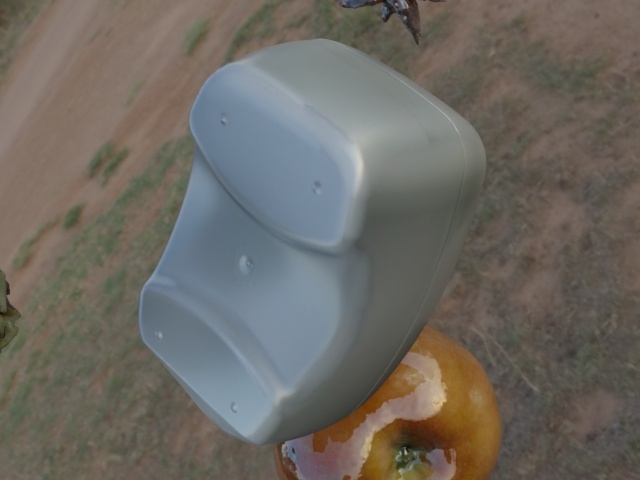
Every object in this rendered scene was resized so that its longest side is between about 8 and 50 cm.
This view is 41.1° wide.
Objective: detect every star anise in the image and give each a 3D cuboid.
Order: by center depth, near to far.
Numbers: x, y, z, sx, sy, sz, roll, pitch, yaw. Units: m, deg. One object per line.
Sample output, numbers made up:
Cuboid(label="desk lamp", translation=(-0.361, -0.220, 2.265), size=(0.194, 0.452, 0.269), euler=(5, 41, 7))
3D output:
Cuboid(label="star anise", translation=(0.096, -0.315, 1.013), size=(0.129, 0.124, 0.056), euler=(-63, 3, 27))

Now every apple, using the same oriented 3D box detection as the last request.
Cuboid(label="apple", translation=(0.074, 0.210, 0.936), size=(0.253, 0.253, 0.253), euler=(-38, 30, 28))

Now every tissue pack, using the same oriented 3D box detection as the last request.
Cuboid(label="tissue pack", translation=(0.000, 0.000, 0.764), size=(0.229, 0.236, 0.333), euler=(39, 124, 27))

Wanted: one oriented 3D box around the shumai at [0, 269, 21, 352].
Cuboid(label="shumai", translation=(-0.363, 0.087, 0.726), size=(0.218, 0.256, 0.189), euler=(-40, 26, -16))
